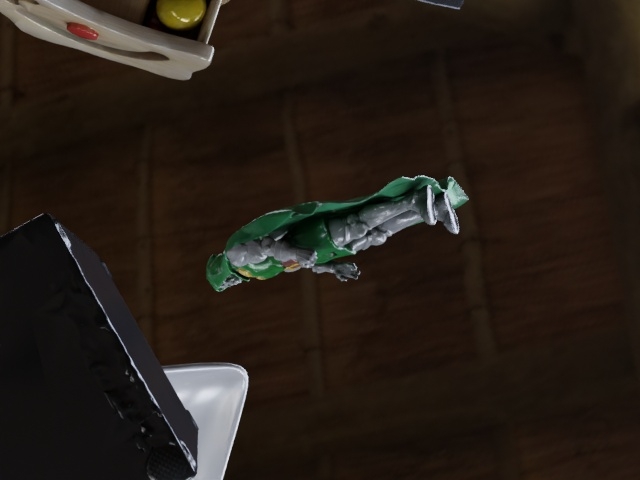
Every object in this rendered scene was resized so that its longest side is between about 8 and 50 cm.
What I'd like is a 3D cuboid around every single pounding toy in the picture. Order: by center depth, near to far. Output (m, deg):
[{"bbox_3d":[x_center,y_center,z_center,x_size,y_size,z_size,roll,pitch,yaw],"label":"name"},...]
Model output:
[{"bbox_3d":[-0.201,-0.255,1.220,0.270,0.154,0.154,17,-100,1],"label":"pounding toy"}]

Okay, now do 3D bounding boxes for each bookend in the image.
[{"bbox_3d":[-0.118,0.066,0.390,0.157,0.156,0.072,-29,-91,-7],"label":"bookend"}]

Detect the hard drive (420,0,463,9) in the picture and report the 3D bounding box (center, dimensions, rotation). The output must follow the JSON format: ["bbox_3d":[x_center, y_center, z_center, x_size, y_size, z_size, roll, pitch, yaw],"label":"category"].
[{"bbox_3d":[0.136,-0.385,1.115,0.064,0.339,0.236,9,-129,-15],"label":"hard drive"}]

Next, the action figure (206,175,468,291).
[{"bbox_3d":[0.000,0.000,1.212,0.137,0.232,0.063,19,-122,-58],"label":"action figure"}]

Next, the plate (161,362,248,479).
[{"bbox_3d":[-0.191,0.190,0.801,0.277,0.278,0.045,2,-159,-40],"label":"plate"}]
